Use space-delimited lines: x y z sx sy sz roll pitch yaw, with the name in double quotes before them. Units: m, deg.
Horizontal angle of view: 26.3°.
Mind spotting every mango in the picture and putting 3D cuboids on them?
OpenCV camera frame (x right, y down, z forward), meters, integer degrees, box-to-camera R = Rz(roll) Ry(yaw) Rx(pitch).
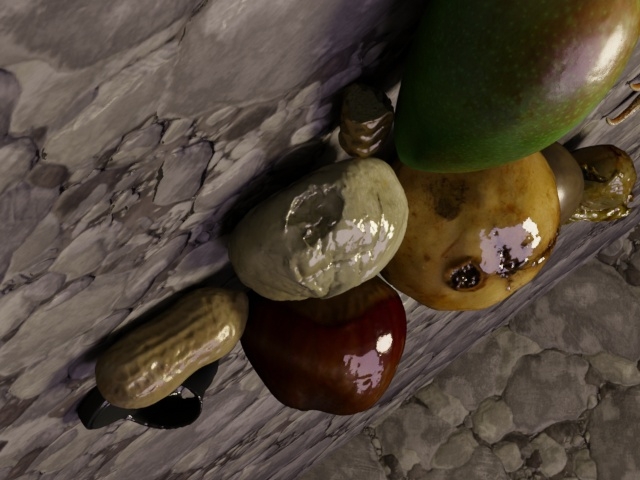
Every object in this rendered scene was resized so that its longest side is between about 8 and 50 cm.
"mango" 0.186 -0.183 1.388 0.382 0.201 0.225 -47 -162 53

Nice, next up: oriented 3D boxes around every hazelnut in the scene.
"hazelnut" -0.002 0.116 1.739 0.229 0.229 0.229 -37 165 -11

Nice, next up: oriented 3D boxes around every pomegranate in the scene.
"pomegranate" 0.180 -0.032 1.753 0.260 0.260 0.260 -37 165 -11

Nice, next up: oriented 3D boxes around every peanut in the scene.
"peanut" -0.171 0.126 1.624 0.214 0.090 0.099 -33 151 -22

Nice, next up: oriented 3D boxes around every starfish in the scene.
"starfish" 0.612 -0.292 2.425 0.247 0.050 0.138 -42 164 -5

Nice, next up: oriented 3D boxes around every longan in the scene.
"longan" 0.291 -0.082 2.057 0.204 0.159 0.185 -3 173 39

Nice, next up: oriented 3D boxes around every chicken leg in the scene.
"chicken leg" 0.440 -0.066 2.519 0.211 0.140 0.361 0 153 -37

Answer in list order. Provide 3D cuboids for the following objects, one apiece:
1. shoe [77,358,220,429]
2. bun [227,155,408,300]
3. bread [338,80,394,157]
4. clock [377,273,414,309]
"shoe" -0.204 0.208 1.791 0.241 0.093 0.108 -19 154 -50
"bun" 0.000 0.000 1.568 0.220 0.134 0.220 -29 173 -4
"bread" 0.049 -0.130 1.479 0.110 0.060 0.066 95 16 -70
"clock" 0.077 0.088 2.160 0.230 0.083 0.230 -38 168 -10
